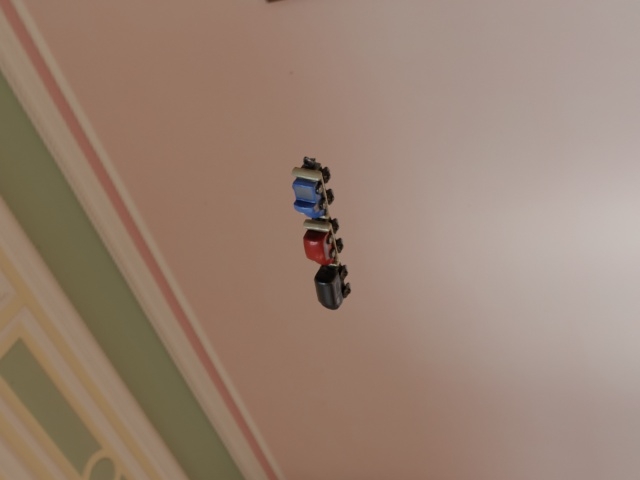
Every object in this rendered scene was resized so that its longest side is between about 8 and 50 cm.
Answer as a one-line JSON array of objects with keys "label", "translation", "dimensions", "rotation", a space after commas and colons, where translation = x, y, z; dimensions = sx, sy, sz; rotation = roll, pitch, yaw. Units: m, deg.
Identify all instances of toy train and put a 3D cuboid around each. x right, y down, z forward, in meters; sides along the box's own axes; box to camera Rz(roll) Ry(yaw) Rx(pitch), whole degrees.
[{"label": "toy train", "translation": [0.000, 0.000, 0.591], "dimensions": [0.036, 0.027, 0.158], "rotation": [-57, -32, -38]}]
